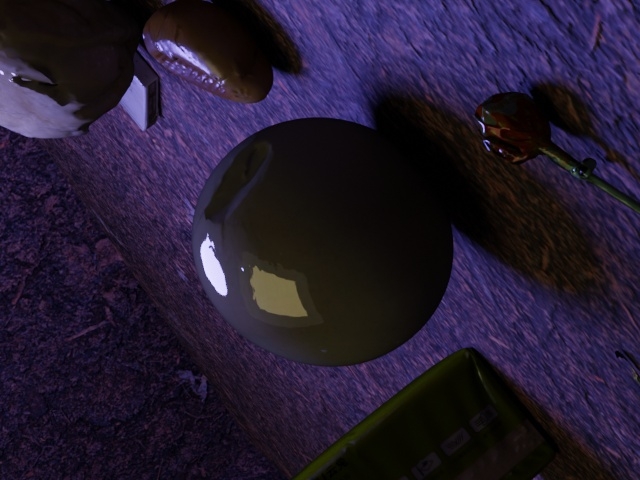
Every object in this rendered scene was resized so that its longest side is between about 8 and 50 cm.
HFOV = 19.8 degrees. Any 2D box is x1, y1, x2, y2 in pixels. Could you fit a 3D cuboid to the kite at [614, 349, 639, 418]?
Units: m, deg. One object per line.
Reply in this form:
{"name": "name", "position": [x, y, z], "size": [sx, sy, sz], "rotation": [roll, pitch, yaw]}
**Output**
{"name": "kite", "position": [0.289, 0.151, 1.505], "size": [0.156, 0.011, 0.139], "rotation": [52, 167, -10]}

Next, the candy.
{"name": "candy", "position": [0.180, -0.045, 1.232], "size": [0.185, 0.049, 0.055], "rotation": [35, -165, 26]}

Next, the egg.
{"name": "egg", "position": [0.000, 0.000, 1.611], "size": [0.269, 0.219, 0.219], "rotation": [17, 147, 50]}

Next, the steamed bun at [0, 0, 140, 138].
{"name": "steamed bun", "position": [-0.378, -0.275, 2.135], "size": [0.372, 0.230, 0.325], "rotation": [23, 161, -15]}

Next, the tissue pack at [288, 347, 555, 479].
{"name": "tissue pack", "position": [0.089, 0.264, 1.977], "size": [0.167, 0.275, 0.200], "rotation": [50, 170, 5]}

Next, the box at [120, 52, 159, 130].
{"name": "box", "position": [-0.256, -0.218, 2.407], "size": [0.109, 0.029, 0.198], "rotation": [49, 168, 6]}

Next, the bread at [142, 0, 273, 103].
{"name": "bread", "position": [-0.107, -0.189, 1.790], "size": [0.114, 0.077, 0.189], "rotation": [33, 179, -34]}
